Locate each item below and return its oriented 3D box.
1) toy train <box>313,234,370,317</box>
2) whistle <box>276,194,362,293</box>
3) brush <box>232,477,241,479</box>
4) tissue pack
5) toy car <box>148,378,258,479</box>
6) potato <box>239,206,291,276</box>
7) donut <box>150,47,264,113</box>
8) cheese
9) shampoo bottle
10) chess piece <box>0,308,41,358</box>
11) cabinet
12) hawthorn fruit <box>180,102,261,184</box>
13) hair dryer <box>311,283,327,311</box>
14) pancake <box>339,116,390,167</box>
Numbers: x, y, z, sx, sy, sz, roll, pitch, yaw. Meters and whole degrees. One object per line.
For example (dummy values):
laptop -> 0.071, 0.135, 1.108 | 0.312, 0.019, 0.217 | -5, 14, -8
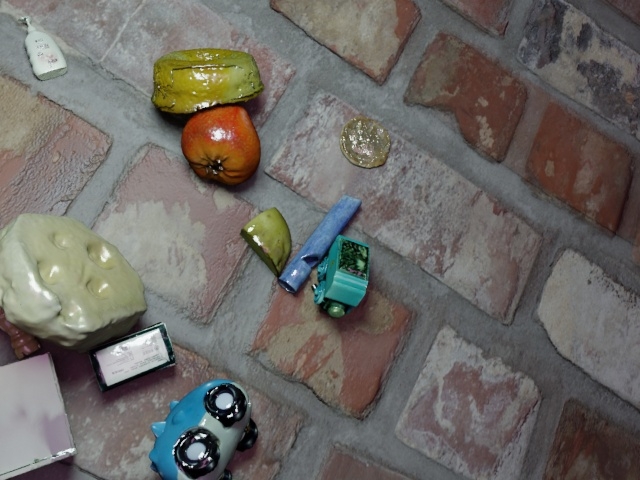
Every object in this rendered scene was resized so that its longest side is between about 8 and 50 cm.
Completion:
toy train -> 0.055, 0.084, 1.479 | 0.107, 0.154, 0.197 | 20, 44, -11
whistle -> 0.000, 0.000, 1.541 | 0.062, 0.062, 0.304 | 40, 69, -6
brush -> -0.141, 0.576, 1.364 | 0.313, 0.072, 0.067 | 16, 60, -15
tissue pack -> -0.409, 0.252, 1.332 | 0.170, 0.090, 0.103 | -19, 86, -20
toy car -> -0.258, 0.413, 1.299 | 0.190, 0.188, 0.255 | 16, 53, 21
potato -> -0.106, -0.006, 1.497 | 0.120, 0.081, 0.149 | -41, 92, -20
donut -> -0.270, -0.392, 1.437 | 0.272, 0.272, 0.107 | -17, 124, -21
cheese -> -0.502, 0.087, 1.232 | 0.115, 0.318, 0.326 | -43, 120, 16
shampoo bottle -> -0.659, -0.458, 1.434 | 0.077, 0.045, 0.151 | -24, 85, -21
chess piece -> -0.643, 0.187, 1.285 | 0.066, 0.066, 0.122 | -28, 92, -22
cabinet -> -0.588, 0.346, 1.217 | 0.145, 0.150, 0.206 | -15, 82, -25
hawthorn fruit -> -0.228, -0.254, 1.460 | 0.197, 0.196, 0.225 | 17, 59, -14
hair dryer -> 0.023, 0.134, 1.543 | 0.083, 0.031, 0.079 | -24, 77, -35
pancake -> 0.122, -0.265, 1.661 | 0.152, 0.025, 0.151 | 5, 75, -18
